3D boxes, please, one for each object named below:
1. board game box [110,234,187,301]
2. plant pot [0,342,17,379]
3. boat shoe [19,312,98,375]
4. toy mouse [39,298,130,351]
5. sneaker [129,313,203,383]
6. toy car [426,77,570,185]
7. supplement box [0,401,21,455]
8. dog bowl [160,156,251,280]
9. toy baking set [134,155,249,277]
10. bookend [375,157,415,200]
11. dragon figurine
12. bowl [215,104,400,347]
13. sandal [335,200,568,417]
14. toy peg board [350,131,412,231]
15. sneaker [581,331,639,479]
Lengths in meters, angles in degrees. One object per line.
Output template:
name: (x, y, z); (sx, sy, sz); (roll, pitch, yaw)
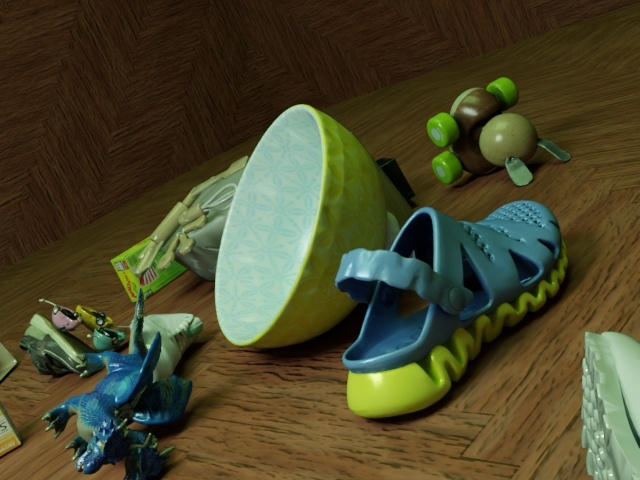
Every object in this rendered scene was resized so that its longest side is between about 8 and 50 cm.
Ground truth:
board game box: (-0.315, 0.036, 1.473); (0.043, 0.092, 0.181); (-12, 18, 39)
plant pot: (-0.615, 0.217, 1.292); (0.096, 0.109, 0.109); (-34, 12, 10)
boat shoe: (-0.411, 0.177, 1.170); (0.224, 0.080, 0.073); (17, 71, 51)
toy mouse: (-0.360, 0.138, 1.156); (0.031, 0.161, 0.143); (-62, 21, 3)
sneaker: (-0.200, 0.129, 0.998); (0.094, 0.080, 0.212); (-15, 11, -13)
toy car: (0.287, -0.144, 1.167); (0.155, 0.148, 0.188); (-32, 44, -17)
supplement box: (-0.428, 0.227, 0.940); (0.062, 0.098, 0.036); (-30, 12, -19)
dog bowl: (-0.134, -0.068, 1.369); (0.349, 0.102, 0.348); (-36, 21, 16)
toy baking set: (-0.213, -0.034, 1.255); (0.256, 0.030, 0.197); (-55, 28, -17)
bookend: (0.066, -0.073, 1.293); (0.157, 0.072, 0.156); (-30, 8, -1)
dragon figurine: (-0.194, 0.155, 0.800); (0.144, 0.085, 0.289); (-15, 27, 23)
bowl: (0.000, 0.000, 0.897); (0.156, 0.289, 0.289); (17, -4, -25)
sandal: (0.125, 0.027, 0.704); (0.126, 0.138, 0.317); (-12, 17, 47)
toy peg board: (0.054, -0.063, 1.127); (0.079, 0.161, 0.160); (-35, 10, 21)
sneaker: (0.197, 0.118, 0.392); (0.095, 0.090, 0.235); (-9, 20, 8)
